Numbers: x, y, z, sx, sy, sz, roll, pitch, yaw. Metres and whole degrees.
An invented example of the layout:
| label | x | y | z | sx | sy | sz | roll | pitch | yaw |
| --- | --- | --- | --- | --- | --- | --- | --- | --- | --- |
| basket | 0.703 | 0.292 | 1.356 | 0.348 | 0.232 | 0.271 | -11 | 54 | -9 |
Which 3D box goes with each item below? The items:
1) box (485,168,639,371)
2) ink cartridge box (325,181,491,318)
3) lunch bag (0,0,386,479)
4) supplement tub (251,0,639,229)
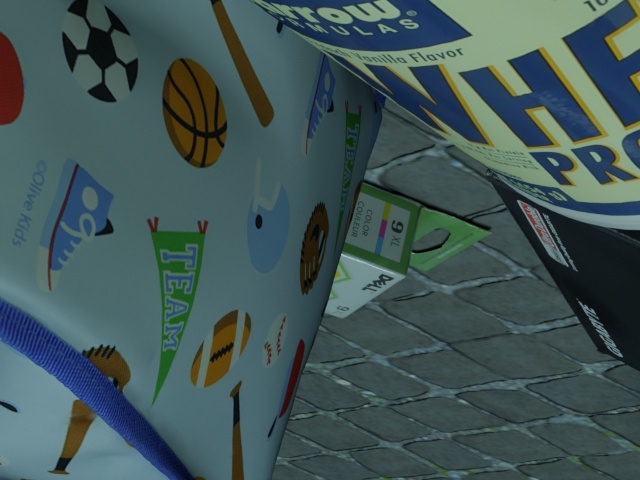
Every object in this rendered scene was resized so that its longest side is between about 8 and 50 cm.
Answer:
| label | x | y | z | sx | sy | sz | roll | pitch | yaw |
| --- | --- | --- | --- | --- | --- | --- | --- | --- | --- |
| box | 0.270 | 0.053 | 1.127 | 0.293 | 0.073 | 0.295 | 27 | 167 | 30 |
| ink cartridge box | 0.000 | 0.000 | 1.304 | 0.209 | 0.062 | 0.109 | 20 | 155 | -17 |
| lunch bag | -0.126 | -0.052 | 0.923 | 0.239 | 0.327 | 0.385 | 9 | 159 | 13 |
| supplement tub | 0.066 | -0.163 | 0.647 | 0.235 | 0.235 | 0.325 | -7 | 155 | 38 |
